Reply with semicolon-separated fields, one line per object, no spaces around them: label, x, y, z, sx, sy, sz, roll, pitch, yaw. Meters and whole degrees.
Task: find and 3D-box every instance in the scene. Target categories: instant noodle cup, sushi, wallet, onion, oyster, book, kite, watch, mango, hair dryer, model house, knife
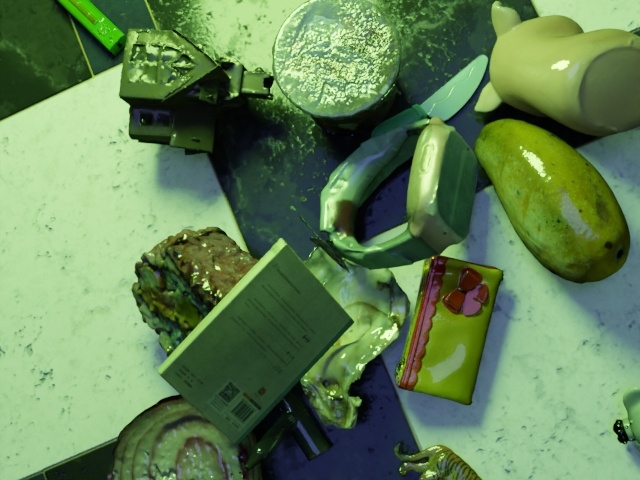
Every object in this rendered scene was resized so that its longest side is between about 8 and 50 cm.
instant noodle cup;0.040;-0.287;1.699;0.217;0.207;0.218;-1;82;8
sushi;-0.191;0.108;1.686;0.270;0.170;0.237;45;133;21
wallet;0.218;0.147;1.669;0.141;0.067;0.241;14;87;-9
onion;-0.222;0.407;1.692;0.280;0.146;0.315;-9;88;21
oyster;0.039;0.153;1.697;0.271;0.100;0.275;-47;60;0
book;-0.096;0.166;1.565;0.282;0.025;0.215;-45;123;-10
kite;0.000;0.000;1.676;0.011;0.139;0.157;-44;104;-12
watch;0.123;-0.073;1.676;0.241;0.161;0.253;0;66;33
mango;0.382;-0.076;1.633;0.176;0.175;0.330;-39;68;35
hair dryer;-0.088;0.312;1.656;0.050;0.194;0.173;-43;76;31
model house;-0.204;-0.254;1.732;0.243;0.211;0.205;4;85;9
knife;0.203;-0.237;1.758;0.260;0.034;0.063;-35;78;1

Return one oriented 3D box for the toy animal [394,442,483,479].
toy animal;0.227;0.416;1.659;0.241;0.057;0.099;43;84;13

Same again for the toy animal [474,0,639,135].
toy animal;0.413;-0.286;1.646;0.212;0.256;0.195;-7;112;-30

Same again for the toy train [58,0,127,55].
toy train;-0.452;-0.439;1.879;0.209;0.042;0.044;44;90;11

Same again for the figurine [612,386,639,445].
figurine;0.566;0.287;1.588;0.192;0.126;0.147;-17;90;23
